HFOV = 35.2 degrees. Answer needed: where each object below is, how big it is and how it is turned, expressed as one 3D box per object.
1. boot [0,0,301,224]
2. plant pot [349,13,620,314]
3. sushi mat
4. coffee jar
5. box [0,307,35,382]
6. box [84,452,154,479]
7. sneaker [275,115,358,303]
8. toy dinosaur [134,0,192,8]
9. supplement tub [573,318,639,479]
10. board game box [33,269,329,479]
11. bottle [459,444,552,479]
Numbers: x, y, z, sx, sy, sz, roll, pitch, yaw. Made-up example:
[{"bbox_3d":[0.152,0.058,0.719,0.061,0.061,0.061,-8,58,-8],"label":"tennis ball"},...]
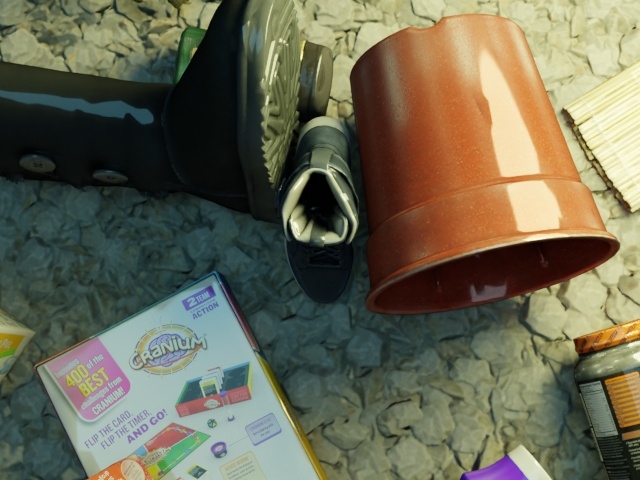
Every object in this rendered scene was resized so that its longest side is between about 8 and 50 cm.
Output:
[{"bbox_3d":[-0.252,-0.157,1.079,0.445,0.367,0.146,12,62,5],"label":"boot"},{"bbox_3d":[0.155,-0.082,1.099,0.272,0.272,0.265,-12,74,2],"label":"plant pot"},{"bbox_3d":[0.457,-0.176,1.199,0.317,0.019,0.151,-32,83,-1],"label":"sushi mat"},{"bbox_3d":[-0.078,-0.196,1.204,0.184,0.079,0.096,7,83,4],"label":"coffee jar"},{"bbox_3d":[-0.421,0.115,1.124,0.103,0.203,0.114,34,86,7],"label":"box"},{"bbox_3d":[-0.278,0.356,1.077,0.257,0.128,0.122,-40,80,24],"label":"box"},{"bbox_3d":[-0.002,-0.001,1.097,0.086,0.163,0.226,-1,118,1],"label":"sneaker"},{"bbox_3d":[-0.187,-0.372,1.232,0.314,0.121,0.160,-22,70,5],"label":"toy dinosaur"},{"bbox_3d":[0.352,0.186,1.111,0.117,0.117,0.190,-16,82,1],"label":"supplement tub"},{"bbox_3d":[-0.149,0.229,1.163,0.242,0.064,0.316,-27,82,0],"label":"board game box"},{"bbox_3d":[0.134,0.339,1.117,0.283,0.092,0.118,-39,83,-2],"label":"bottle"}]
